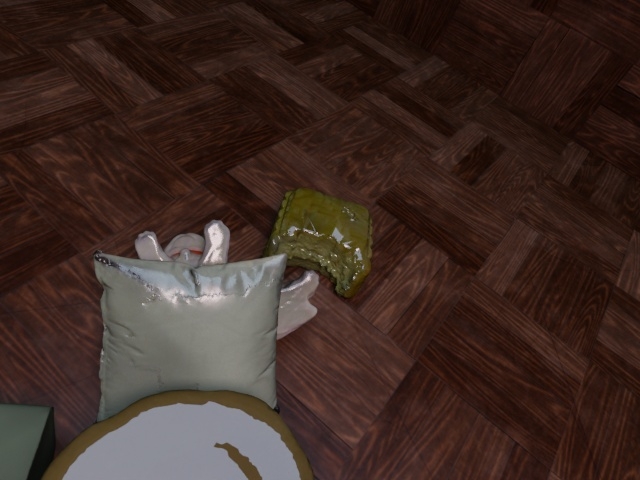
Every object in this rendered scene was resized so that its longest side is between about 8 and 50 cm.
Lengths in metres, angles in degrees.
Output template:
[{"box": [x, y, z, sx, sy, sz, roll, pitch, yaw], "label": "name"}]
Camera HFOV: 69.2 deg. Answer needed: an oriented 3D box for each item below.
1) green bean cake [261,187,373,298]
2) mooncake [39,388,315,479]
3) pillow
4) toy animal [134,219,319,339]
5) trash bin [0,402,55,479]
[{"box": [0.000, 0.000, 1.073, 0.236, 0.124, 0.232, 17, 48, -6], "label": "green bean cake"}, {"box": [-0.189, 0.404, 0.626, 0.379, 0.200, 0.378, 9, 54, -13], "label": "mooncake"}, {"box": [-0.211, 0.167, 0.775, 0.313, 0.309, 0.119, 2, 11, -16], "label": "pillow"}, {"box": [-0.173, 0.084, 0.925, 0.308, 0.188, 0.266, -16, 89, -17], "label": "toy animal"}, {"box": [-0.543, 0.311, 0.569, 0.344, 0.158, 0.223, 7, 34, -16], "label": "trash bin"}]
